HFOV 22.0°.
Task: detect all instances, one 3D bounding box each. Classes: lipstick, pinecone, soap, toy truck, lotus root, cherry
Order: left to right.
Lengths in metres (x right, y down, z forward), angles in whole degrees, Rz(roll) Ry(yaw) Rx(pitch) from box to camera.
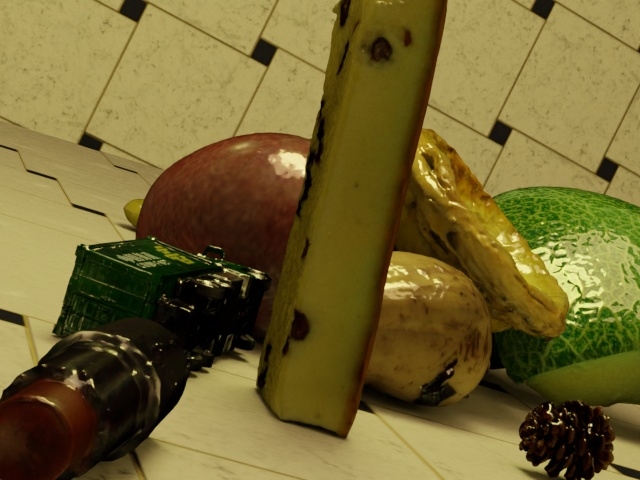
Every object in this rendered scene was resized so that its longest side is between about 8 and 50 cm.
[{"bbox_3d":[-0.135,0.094,0.973,0.081,0.081,0.299,19,3,3],"label":"lipstick"},{"bbox_3d":[-0.215,-0.022,2.353,0.140,0.045,0.089,20,7,7],"label":"soap"},{"bbox_3d":[-0.129,0.055,1.465,0.121,0.088,0.259,19,6,11],"label":"toy truck"},{"bbox_3d":[-0.051,-0.005,1.708,0.285,0.213,0.236,6,-44,28],"label":"cherry"},{"bbox_3d":[0.075,0.087,1.589,0.256,0.140,0.154,5,43,-35],"label":"lotus root"},{"bbox_3d":[0.216,0.178,1.457,0.083,0.077,0.077,1,12,-26],"label":"pinecone"}]

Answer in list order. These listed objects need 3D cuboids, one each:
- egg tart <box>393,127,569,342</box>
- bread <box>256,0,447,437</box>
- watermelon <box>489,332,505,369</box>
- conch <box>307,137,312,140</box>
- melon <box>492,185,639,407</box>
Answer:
[{"bbox_3d":[0.147,0.008,1.770,0.294,0.123,0.294,49,11,-13],"label":"egg tart"},{"bbox_3d":[0.022,-0.031,1.357,0.077,0.361,0.138,11,7,-11],"label":"bread"},{"bbox_3d":[0.179,0.078,2.053,0.204,0.127,0.232,54,20,-12],"label":"watermelon"},{"bbox_3d":[0.000,0.000,2.013,0.197,0.249,0.368,12,-22,8],"label":"conch"},{"bbox_3d":[0.317,0.050,2.012,0.331,0.226,0.344,-11,53,-14],"label":"melon"}]
